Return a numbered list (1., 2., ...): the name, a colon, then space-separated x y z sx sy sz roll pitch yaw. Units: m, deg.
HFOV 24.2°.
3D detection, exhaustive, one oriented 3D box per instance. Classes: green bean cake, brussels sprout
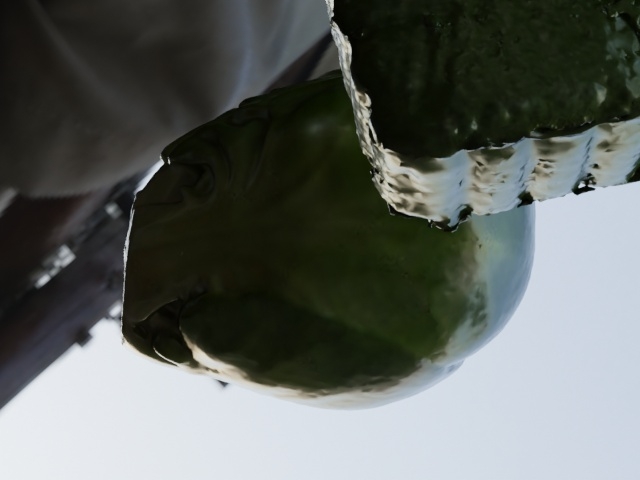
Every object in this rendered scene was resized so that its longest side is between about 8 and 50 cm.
1. green bean cake: 0.109 -0.124 0.803 0.113 0.214 0.200 86 -9 -66
2. brussels sprout: 0.001 0.004 1.235 0.355 0.289 0.281 -8 -80 3
